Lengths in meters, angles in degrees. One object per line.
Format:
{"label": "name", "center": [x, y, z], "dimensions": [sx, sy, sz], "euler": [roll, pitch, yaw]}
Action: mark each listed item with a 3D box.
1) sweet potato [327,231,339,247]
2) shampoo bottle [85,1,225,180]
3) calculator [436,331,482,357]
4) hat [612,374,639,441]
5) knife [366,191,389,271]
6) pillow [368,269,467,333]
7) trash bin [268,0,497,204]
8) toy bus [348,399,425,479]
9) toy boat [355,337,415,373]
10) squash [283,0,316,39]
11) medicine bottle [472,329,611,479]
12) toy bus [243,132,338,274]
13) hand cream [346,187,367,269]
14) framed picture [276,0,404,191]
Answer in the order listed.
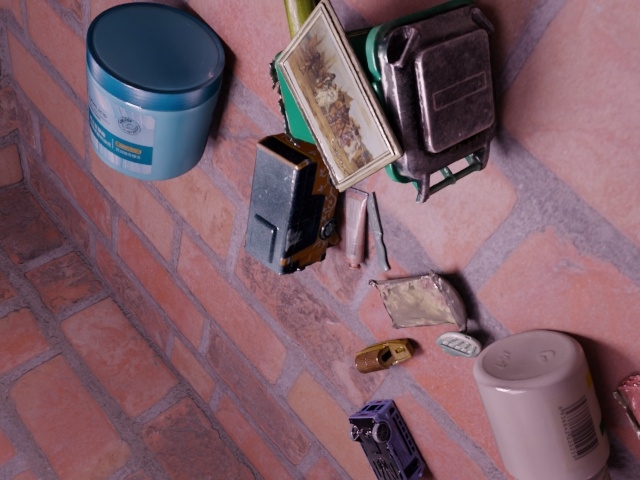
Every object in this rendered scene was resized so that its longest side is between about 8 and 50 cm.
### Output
{"label": "sweet potato", "center": [0.000, 0.000, 1.572], "dimensions": [0.117, 0.049, 0.049], "euler": [-14, 104, 50]}
{"label": "shampoo bottle", "center": [-0.442, -0.382, 1.585], "dimensions": [0.331, 0.331, 0.343], "euler": [48, 145, 14]}
{"label": "calculator", "center": [0.311, 0.236, 1.351], "dimensions": [0.095, 0.021, 0.153], "euler": [21, 161, 6]}
{"label": "hat", "center": [0.644, 0.352, 1.004], "dimensions": [0.286, 0.107, 0.237], "euler": [61, 155, 5]}
{"label": "knife", "center": [0.135, -0.018, 1.425], "dimensions": [0.028, 0.015, 0.210], "euler": [17, 127, 52]}
{"label": "pillow", "center": [0.229, 0.136, 1.385], "dimensions": [0.255, 0.059, 0.169], "euler": [-12, 116, 55]}
{"label": "trash bin", "center": [0.110, -0.259, 1.092], "dimensions": [0.381, 0.259, 0.295], "euler": [20, 131, 50]}
{"label": "toy bus", "center": [0.202, 0.608, 1.709], "dimensions": [0.125, 0.133, 0.292], "euler": [-22, 96, 49]}
{"label": "toy boat", "center": [0.163, 0.305, 1.569], "dimensions": [0.068, 0.088, 0.226], "euler": [59, 146, 0]}
{"label": "squash", "center": [-0.032, -0.439, 1.270], "dimensions": [0.069, 0.069, 0.239], "euler": [17, 128, 43]}
{"label": "medicine bottle", "center": [0.444, 0.368, 1.172], "dimensions": [0.208, 0.208, 0.340], "euler": [-2, 114, 51]}
{"label": "toy bus", "center": [-0.063, -0.091, 1.433], "dimensions": [0.162, 0.194, 0.323], "euler": [33, 128, 30]}
{"label": "hand cream", "center": [0.085, -0.026, 1.462], "dimensions": [0.067, 0.043, 0.210], "euler": [26, 126, 40]}
{"label": "framed picture", "center": [0.020, -0.226, 0.989], "dimensions": [0.274, 0.017, 0.217], "euler": [64, 152, 1]}
